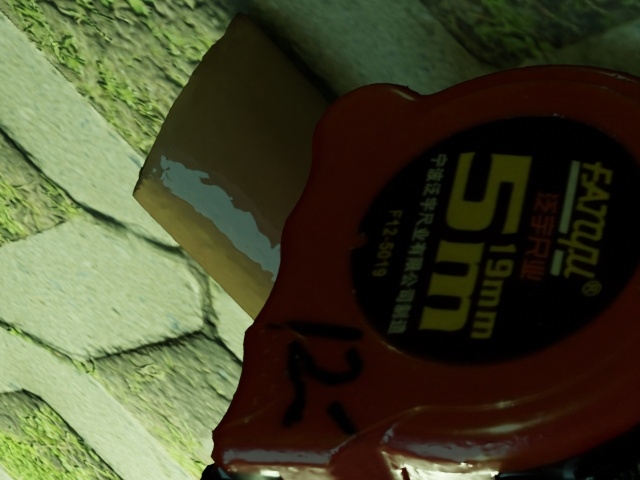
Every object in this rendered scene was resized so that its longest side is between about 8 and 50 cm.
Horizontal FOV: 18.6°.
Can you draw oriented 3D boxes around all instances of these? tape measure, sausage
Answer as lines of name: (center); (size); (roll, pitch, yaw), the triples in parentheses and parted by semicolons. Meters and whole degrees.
tape measure: (0.089, 0.037, 0.923); (0.260, 0.253, 0.114); (-1, 143, 24)
sausage: (0.000, 0.000, 1.120); (0.253, 0.123, 0.123); (46, 150, -7)
